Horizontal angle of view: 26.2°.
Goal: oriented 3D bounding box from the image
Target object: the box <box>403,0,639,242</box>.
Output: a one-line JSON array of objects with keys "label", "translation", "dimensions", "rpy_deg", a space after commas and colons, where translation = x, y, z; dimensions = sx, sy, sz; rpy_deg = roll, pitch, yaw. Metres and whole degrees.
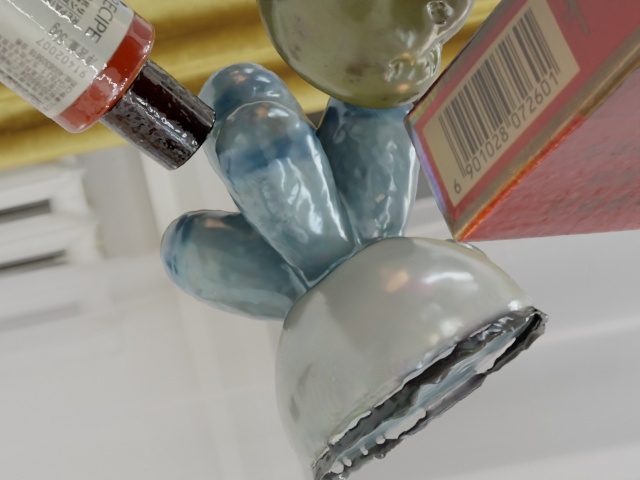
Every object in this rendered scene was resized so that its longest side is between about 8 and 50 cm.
[{"label": "box", "translation": [0.203, -0.118, 0.655], "dimensions": [0.313, 0.197, 0.089], "rpy_deg": [-49, -128, 48]}]

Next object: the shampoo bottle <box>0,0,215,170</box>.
[{"label": "shampoo bottle", "translation": [-0.198, -0.153, 1.016], "dimensions": [0.278, 0.104, 0.104], "rpy_deg": [38, 26, -23]}]

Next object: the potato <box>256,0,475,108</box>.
[{"label": "potato", "translation": [0.034, -0.217, 0.920], "dimensions": [0.165, 0.165, 0.262], "rpy_deg": [54, 38, -71]}]

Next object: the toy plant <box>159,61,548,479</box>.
[{"label": "toy plant", "translation": [0.000, 0.000, 1.101], "dimensions": [0.332, 0.247, 0.247], "rpy_deg": [55, 2, 15]}]
